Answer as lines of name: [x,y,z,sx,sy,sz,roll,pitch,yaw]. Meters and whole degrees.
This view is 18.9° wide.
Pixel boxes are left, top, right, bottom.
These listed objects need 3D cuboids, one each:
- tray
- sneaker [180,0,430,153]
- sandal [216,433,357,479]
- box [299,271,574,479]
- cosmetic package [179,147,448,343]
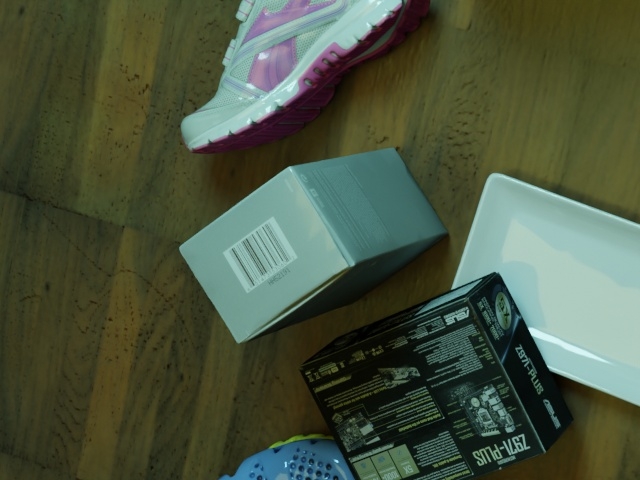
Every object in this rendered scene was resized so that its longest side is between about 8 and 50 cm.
tray: [0.246,0.053,1.619,0.270,0.030,0.145,22,102,18]
sneaker: [-0.029,-0.171,1.675,0.252,0.103,0.111,-38,77,14]
sandal: [-0.095,0.273,1.722,0.317,0.138,0.126,-30,82,20]
box: [0.098,0.130,1.638,0.180,0.077,0.147,-25,94,30]
cosmetic package: [0.000,0.000,1.601,0.127,0.238,0.107,-36,79,24]
